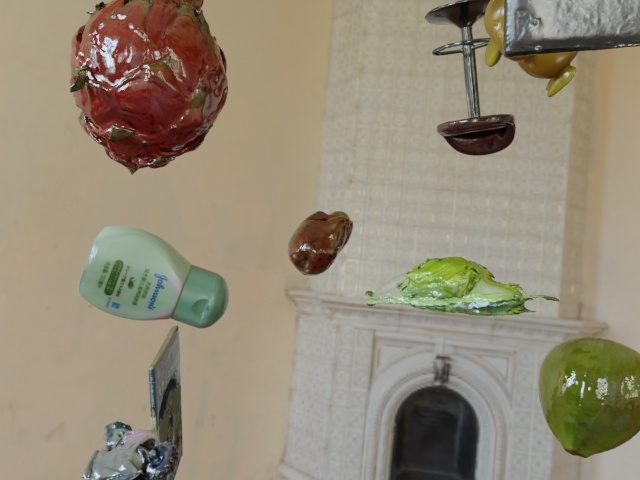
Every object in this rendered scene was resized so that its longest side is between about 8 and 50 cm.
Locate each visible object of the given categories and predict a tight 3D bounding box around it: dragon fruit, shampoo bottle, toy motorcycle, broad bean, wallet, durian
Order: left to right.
[{"bbox_3d":[-0.381,0.425,1.180,0.239,0.108,0.204,-27,35,-16],"label":"toy motorcycle"},{"bbox_3d":[-0.260,-0.253,0.960,0.244,0.299,0.244,3,-11,1],"label":"dragon fruit"},{"bbox_3d":[-0.393,0.106,1.556,0.349,0.222,0.151,22,9,-14],"label":"shampoo bottle"},{"bbox_3d":[-0.001,-0.003,1.552,0.122,0.156,0.228,38,38,-4],"label":"broad bean"},{"bbox_3d":[0.234,0.084,1.163,0.374,0.107,0.132,-4,-7,37],"label":"durian"},{"bbox_3d":[0.445,-0.383,1.039,0.285,0.146,0.030,1,4,16],"label":"wallet"}]

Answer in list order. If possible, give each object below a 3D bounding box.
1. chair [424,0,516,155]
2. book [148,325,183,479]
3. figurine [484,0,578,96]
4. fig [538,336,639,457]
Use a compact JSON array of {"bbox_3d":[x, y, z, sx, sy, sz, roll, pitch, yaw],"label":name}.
[{"bbox_3d":[0.420,-0.437,1.766,0.226,0.402,0.226,-7,5,1],"label":"chair"},{"bbox_3d":[-0.320,0.369,1.333,0.018,0.323,0.228,1,14,-2],"label":"book"},{"bbox_3d":[0.464,-0.449,1.395,0.228,0.215,0.215,17,-2,6],"label":"figurine"},{"bbox_3d":[0.712,0.413,1.671,0.315,0.317,0.316,5,-3,0],"label":"fig"}]
